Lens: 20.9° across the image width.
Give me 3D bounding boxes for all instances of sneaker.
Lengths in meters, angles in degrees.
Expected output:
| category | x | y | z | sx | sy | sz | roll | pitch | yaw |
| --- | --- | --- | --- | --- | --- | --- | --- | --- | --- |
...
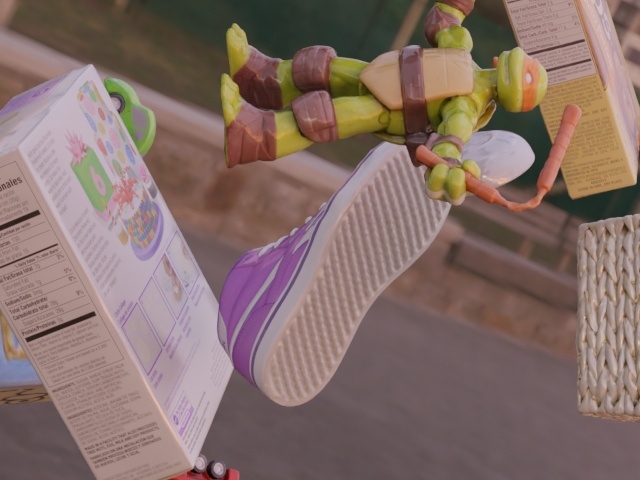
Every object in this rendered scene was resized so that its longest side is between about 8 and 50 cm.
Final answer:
| category | x | y | z | sx | sy | sz | roll | pitch | yaw |
| --- | --- | --- | --- | --- | --- | --- | --- | --- | --- |
| sneaker | -0.001 | 0.000 | 1.582 | 0.102 | 0.282 | 0.161 | 38 | -1 | -32 |

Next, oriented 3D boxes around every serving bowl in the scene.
| category | x | y | z | sx | sy | sz | roll | pitch | yaw |
| --- | --- | --- | --- | --- | --- | --- | --- | --- | --- |
| serving bowl | 0.116 | -0.062 | 1.293 | 0.083 | 0.083 | 0.027 | -139 | -153 | -67 |

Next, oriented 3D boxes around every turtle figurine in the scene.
| category | x | y | z | sx | sy | sz | roll | pitch | yaw |
| --- | --- | --- | --- | --- | --- | --- | --- | --- | --- |
| turtle figurine | 0.050 | -0.103 | 1.096 | 0.217 | 0.269 | 0.087 | -2 | -41 | 6 |

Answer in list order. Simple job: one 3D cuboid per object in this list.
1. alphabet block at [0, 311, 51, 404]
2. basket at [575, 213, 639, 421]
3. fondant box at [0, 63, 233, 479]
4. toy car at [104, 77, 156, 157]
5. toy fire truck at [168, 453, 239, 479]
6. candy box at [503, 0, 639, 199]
| category | x | y | z | sx | sy | sz | roll | pitch | yaw |
| --- | --- | --- | --- | --- | --- | --- | --- | --- | --- |
| alphabet block | -0.340 | 0.079 | 1.931 | 0.192 | 0.193 | 0.197 | 1 | -13 | -35 |
| basket | 0.264 | 0.064 | 1.349 | 0.103 | 0.167 | 0.113 | -6 | -13 | 35 |
| fondant box | -0.202 | 0.031 | 1.587 | 0.238 | 0.096 | 0.330 | -70 | 137 | -66 |
| toy car | -0.191 | -0.066 | 1.848 | 0.053 | 0.224 | 0.239 | -9 | -1 | -7 |
| toy fire truck | -0.133 | 0.279 | 1.701 | 0.192 | 0.135 | 0.047 | 23 | -29 | -34 |
| candy box | 0.287 | -0.231 | 1.996 | 0.183 | 0.088 | 0.316 | -72 | 143 | -56 |
